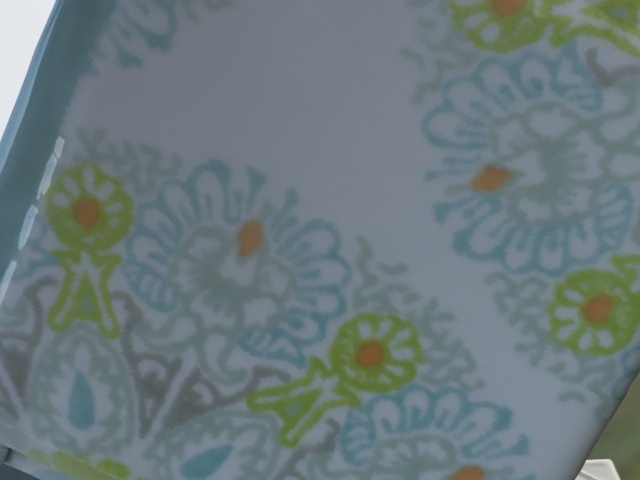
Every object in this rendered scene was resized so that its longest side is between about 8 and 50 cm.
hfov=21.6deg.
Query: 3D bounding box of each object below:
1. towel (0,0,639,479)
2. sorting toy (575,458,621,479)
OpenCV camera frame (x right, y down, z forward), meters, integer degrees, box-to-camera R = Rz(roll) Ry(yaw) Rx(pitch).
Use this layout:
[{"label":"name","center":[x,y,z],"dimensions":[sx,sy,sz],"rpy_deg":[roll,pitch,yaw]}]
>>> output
[{"label":"towel","center":[0.000,0.000,0.802],"dimensions":[0.090,0.320,0.374],"rpy_deg":[-70,5,-67]},{"label":"sorting toy","center":[0.203,0.234,1.404],"dimensions":[0.307,0.041,0.229],"rpy_deg":[-3,11,1]}]
